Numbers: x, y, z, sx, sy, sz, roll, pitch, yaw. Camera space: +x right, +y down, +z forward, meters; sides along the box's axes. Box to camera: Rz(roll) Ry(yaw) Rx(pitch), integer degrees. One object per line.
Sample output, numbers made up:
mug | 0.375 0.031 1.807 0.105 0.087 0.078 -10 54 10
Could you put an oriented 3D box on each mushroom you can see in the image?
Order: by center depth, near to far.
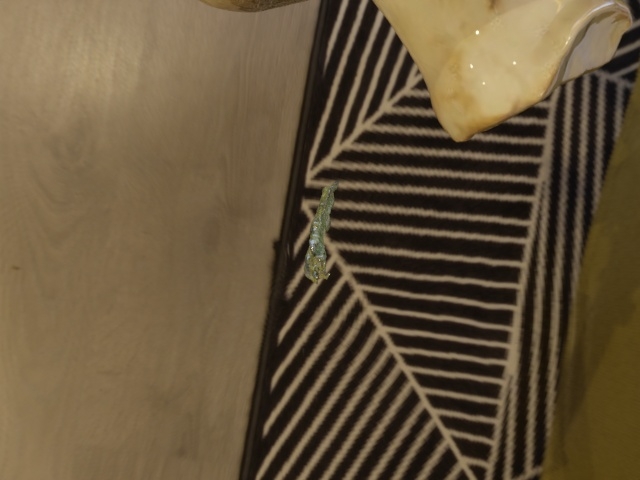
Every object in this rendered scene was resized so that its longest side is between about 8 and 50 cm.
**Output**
mushroom | 0.048 -0.199 0.618 0.298 0.297 0.290 -22 93 -2

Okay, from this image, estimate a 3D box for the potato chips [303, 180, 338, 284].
potato chips | 0.001 0.000 1.164 0.028 0.207 0.091 9 113 0
